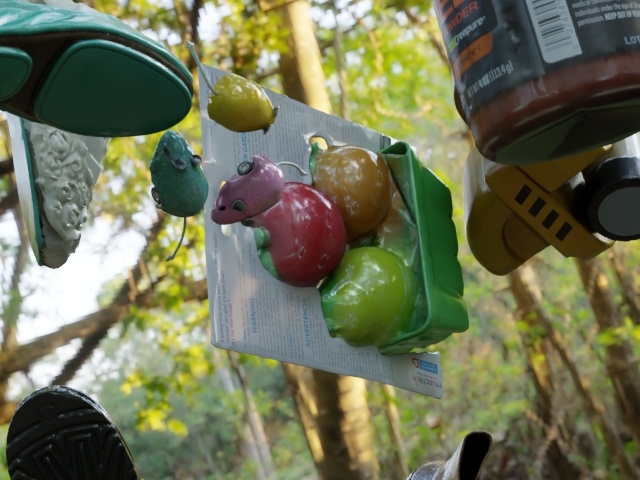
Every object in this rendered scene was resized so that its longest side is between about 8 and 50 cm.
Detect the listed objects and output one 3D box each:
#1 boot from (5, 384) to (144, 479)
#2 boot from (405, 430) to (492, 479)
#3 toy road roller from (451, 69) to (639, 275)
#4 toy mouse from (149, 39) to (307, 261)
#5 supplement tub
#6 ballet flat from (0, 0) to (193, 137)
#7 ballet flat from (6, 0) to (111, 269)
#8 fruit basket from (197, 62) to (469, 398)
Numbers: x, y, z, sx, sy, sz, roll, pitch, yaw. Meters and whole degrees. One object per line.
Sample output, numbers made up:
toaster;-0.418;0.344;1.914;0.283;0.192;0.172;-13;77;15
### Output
boot;-0.265;0.301;1.463;0.131;0.348;0.260;-24;16;-7
boot;0.164;0.405;1.609;0.096;0.264;0.280;19;-22;-5
toy road roller;0.235;-0.103;1.443;0.329;0.202;0.241;39;-59;-25
toy mouse;-0.069;-0.043;0.869;0.161;0.031;0.143;28;-89;-50
supplement tub;0.100;-0.143;0.597;0.106;0.197;0.106;-14;-13;-3
ballet flat;-0.180;-0.118;0.731;0.247;0.087;0.083;0;-39;-49
ballet flat;-0.312;-0.173;1.423;0.147;0.408;0.147;-17;-15;-5
fruit basket;0.000;0.000;1.362;0.353;0.327;0.165;13;-30;-37
